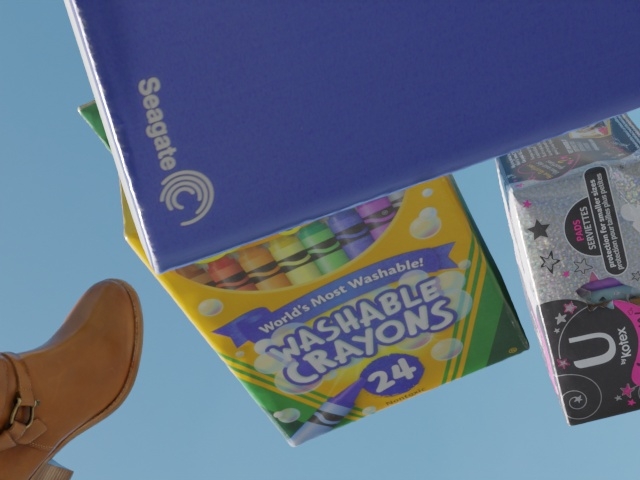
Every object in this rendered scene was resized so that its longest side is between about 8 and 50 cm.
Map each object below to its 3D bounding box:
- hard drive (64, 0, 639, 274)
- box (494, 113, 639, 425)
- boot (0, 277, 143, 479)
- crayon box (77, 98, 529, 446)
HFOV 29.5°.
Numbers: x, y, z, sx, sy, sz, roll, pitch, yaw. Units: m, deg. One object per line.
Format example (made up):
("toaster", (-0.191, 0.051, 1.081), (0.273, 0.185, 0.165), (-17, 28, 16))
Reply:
("hard drive", (0.054, -0.127, 0.507), (0.319, 0.040, 0.210), (-19, -55, -10))
("box", (0.263, 0.024, 1.166), (0.163, 0.142, 0.247), (-85, -22, -69))
("boot", (-0.310, 0.139, 1.259), (0.283, 0.109, 0.220), (-60, -32, -9))
("crayon box", (0.000, 0.000, 0.853), (0.083, 0.203, 0.323), (-104, -13, -46))
